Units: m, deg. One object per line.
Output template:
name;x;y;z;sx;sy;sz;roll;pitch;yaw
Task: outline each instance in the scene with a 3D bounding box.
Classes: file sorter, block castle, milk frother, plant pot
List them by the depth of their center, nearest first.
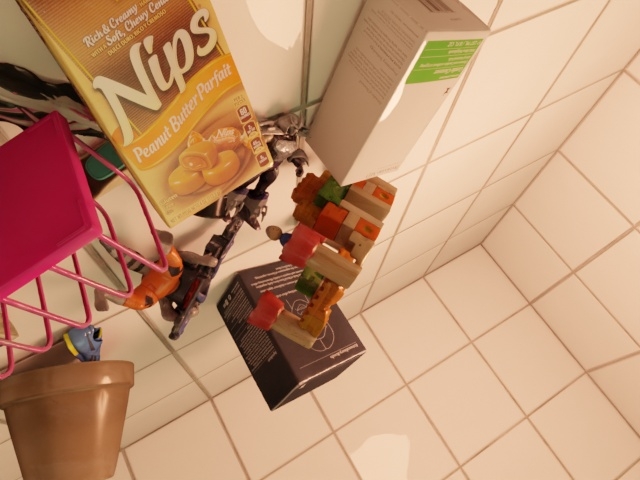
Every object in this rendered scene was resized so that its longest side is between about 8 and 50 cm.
file sorter;-0.385;0.022;0.617;0.290;0.202;0.182;-33;152;2
milk frother;-0.239;-0.124;0.862;0.143;0.129;0.135;9;102;-20
block castle;0.000;0.000;1.114;0.303;0.212;0.453;-61;178;38
plant pot;-0.641;0.483;1.192;0.322;0.281;0.323;-12;161;-4

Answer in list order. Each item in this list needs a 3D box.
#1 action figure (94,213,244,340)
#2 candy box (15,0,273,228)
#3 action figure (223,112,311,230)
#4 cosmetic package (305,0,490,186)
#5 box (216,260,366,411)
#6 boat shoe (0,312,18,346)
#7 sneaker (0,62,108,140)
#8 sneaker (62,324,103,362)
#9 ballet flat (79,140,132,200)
action figure;-0.334;0.047;1.072;0.342;0.178;0.330;-60;167;-8
candy box;-0.200;-0.191;0.589;0.182;0.087;0.317;-36;136;-17
action figure;-0.112;-0.153;0.970;0.185;0.099;0.285;1;137;-47
cosmetic package;0.135;-0.299;0.928;0.196;0.155;0.366;-21;154;-35
box;-0.100;0.283;1.495;0.293;0.396;0.212;-12;150;-42
boat shoe;-0.666;0.162;0.864;0.079;0.084;0.233;-32;161;-17
sneaker;-0.363;-0.172;0.628;0.077;0.072;0.178;-39;146;27
sneaker;-0.603;0.278;1.220;0.082;0.069;0.209;-28;158;-23
ballet flat;-0.374;-0.097;0.751;0.248;0.086;0.086;-31;158;-9
